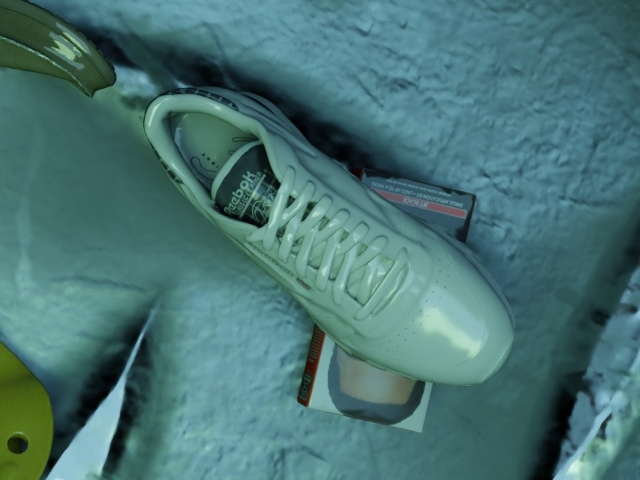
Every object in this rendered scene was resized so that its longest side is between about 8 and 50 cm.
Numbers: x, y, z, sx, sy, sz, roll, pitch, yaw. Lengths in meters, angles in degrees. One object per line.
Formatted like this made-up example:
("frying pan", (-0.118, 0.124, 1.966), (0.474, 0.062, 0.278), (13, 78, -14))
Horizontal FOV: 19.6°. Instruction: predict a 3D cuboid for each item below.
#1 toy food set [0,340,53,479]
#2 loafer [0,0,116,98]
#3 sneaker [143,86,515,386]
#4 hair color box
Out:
("toy food set", (-0.258, 0.110, 1.014), (0.218, 0.071, 0.128), (1, 67, -12))
("loafer", (-0.183, -0.114, 1.027), (0.148, 0.056, 0.050), (29, 86, 1))
("sneaker", (0.000, 0.000, 1.001), (0.235, 0.095, 0.090), (36, 93, 15))
("hair color box", (0.038, 0.034, 1.071), (0.072, 0.043, 0.141), (13, 89, -10))
